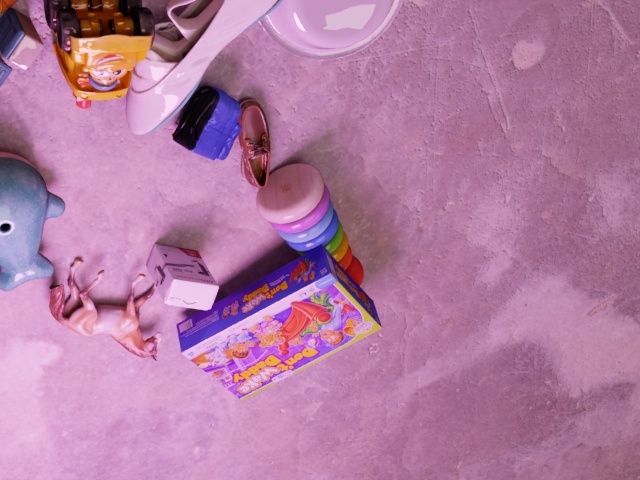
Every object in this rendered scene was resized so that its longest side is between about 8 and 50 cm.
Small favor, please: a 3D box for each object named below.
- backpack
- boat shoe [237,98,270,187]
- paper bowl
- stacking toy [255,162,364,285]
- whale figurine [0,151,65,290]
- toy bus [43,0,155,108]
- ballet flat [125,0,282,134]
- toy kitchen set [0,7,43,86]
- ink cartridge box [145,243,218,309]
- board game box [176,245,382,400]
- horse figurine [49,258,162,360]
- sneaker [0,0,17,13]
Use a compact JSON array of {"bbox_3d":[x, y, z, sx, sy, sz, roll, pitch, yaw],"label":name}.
[{"bbox_3d":[-0.197,-0.213,1.934,0.101,0.098,0.120,20,97,-44],"label":"backpack"},{"bbox_3d":[-0.120,-0.180,2.013,0.064,0.060,0.178,-15,125,-18],"label":"boat shoe"},{"bbox_3d":[0.017,-0.447,1.843,0.284,0.148,0.284,-9,124,-14],"label":"paper bowl"},{"bbox_3d":[0.000,0.000,2.149,0.141,0.141,0.330,-35,133,-2],"label":"stacking toy"},{"bbox_3d":[-0.541,-0.017,1.852,0.216,0.141,0.272,-20,127,-15],"label":"whale figurine"},{"bbox_3d":[-0.361,-0.298,1.722,0.149,0.220,0.211,-4,127,-24],"label":"toy bus"},{"bbox_3d":[-0.226,-0.339,1.771,0.400,0.139,0.139,-40,132,25],"label":"ballet flat"},{"bbox_3d":[-0.569,-0.287,1.678,0.166,0.122,0.207,30,103,-37],"label":"toy kitchen set"},{"bbox_3d":[-0.265,0.069,2.050,0.099,0.135,0.056,11,115,-32],"label":"ink cartridge box"},{"bbox_3d":[-0.081,0.174,2.172,0.347,0.078,0.233,-29,138,13],"label":"board game box"},{"bbox_3d":[-0.414,0.132,2.062,0.263,0.066,0.175,11,109,-34],"label":"horse figurine"},{"bbox_3d":[-0.543,-0.411,1.649,0.067,0.064,0.175,-48,128,6],"label":"sneaker"}]
